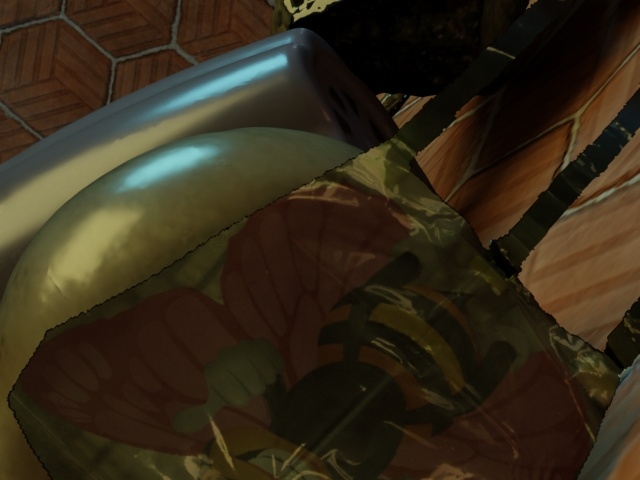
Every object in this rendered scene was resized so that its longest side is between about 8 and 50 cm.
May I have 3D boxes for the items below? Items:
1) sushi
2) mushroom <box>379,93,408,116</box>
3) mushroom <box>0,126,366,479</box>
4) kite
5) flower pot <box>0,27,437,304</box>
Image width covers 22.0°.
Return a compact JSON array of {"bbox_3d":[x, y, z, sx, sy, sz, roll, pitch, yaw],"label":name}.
[{"bbox_3d":[0.067,-0.206,1.210,0.350,0.170,0.211,-49,-34,-68],"label":"sushi"},{"bbox_3d":[0.062,-0.132,1.678,0.101,0.019,0.049,-49,8,-7],"label":"mushroom"},{"bbox_3d":[-0.022,0.084,0.703,0.243,0.243,0.243,-47,9,10],"label":"mushroom"},{"bbox_3d":[0.062,0.019,0.629,0.360,0.204,0.022,-43,-11,-21],"label":"kite"},{"bbox_3d":[-0.060,0.000,1.051,0.243,0.265,0.265,-35,12,13],"label":"flower pot"}]
